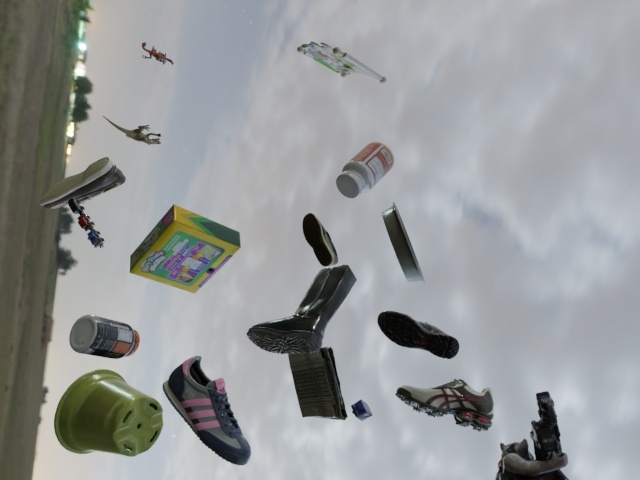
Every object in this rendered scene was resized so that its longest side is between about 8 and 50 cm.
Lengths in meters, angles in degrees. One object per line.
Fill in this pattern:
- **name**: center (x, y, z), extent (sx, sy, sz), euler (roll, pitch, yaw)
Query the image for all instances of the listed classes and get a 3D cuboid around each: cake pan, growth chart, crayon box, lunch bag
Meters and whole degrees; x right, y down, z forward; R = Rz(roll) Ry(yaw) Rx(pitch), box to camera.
- **cake pan**: center (0.277, 0.014, 1.630), extent (0.054, 0.293, 0.293), euler (-21, -124, 11)
- **growth chart**: center (0.039, -0.394, 1.064), extent (0.237, 0.172, 0.021), euler (42, -69, 57)
- **crayon box**: center (-0.569, 0.047, 2.031), extent (0.363, 0.313, 0.106), euler (-42, -139, 27)
- **lunch bag**: center (0.177, 0.753, 2.137), extent (0.065, 0.098, 0.067), euler (-36, -137, 7)

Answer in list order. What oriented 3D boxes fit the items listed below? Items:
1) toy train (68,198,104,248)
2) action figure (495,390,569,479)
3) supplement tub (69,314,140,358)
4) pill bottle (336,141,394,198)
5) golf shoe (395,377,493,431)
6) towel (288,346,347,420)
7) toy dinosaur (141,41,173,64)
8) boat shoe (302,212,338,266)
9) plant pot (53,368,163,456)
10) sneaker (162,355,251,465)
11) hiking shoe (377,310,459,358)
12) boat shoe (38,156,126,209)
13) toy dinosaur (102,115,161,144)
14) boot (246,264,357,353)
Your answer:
- **toy train**: center (-0.599, -0.045, 1.234), extent (0.027, 0.036, 0.158), euler (-38, -103, 3)
- **action figure**: center (0.433, 0.501, 1.004), extent (0.330, 0.179, 0.341), euler (-25, 106, -78)
- **supplement tub**: center (-0.659, 0.301, 1.491), extent (0.117, 0.190, 0.116), euler (-8, -113, 20)
- **pill bottle**: center (0.148, -0.235, 1.631), extent (0.121, 0.216, 0.121), euler (26, -41, 25)
- **golf shoe**: center (0.347, 0.439, 1.351), extent (0.105, 0.273, 0.120), euler (101, 6, -68)
- **towel**: center (-0.026, 0.619, 2.092), extent (0.324, 0.056, 0.312), euler (-24, -105, 50)
- **toy dinosaur**: center (-0.517, -0.591, 1.517), extent (0.090, 0.082, 0.047), euler (14, -89, 25)
- **boat shoe**: center (0.001, 0.000, 1.824), extent (0.080, 0.073, 0.223), euler (-35, -114, 24)
- **plant pot**: center (-0.660, 0.576, 1.570), extent (0.254, 0.276, 0.275), euler (0, -96, 32)
- **sneaker**: center (-0.281, 0.443, 1.282), extent (0.319, 0.112, 0.131), euler (40, -86, 17)
- **hiking shoe**: center (0.262, 0.259, 1.326), extent (0.086, 0.227, 0.114), euler (-66, 168, -2)
- **boat shoe**: center (-0.837, -0.180, 1.695), extent (0.325, 0.096, 0.116), euler (-24, -137, 13)
- **toy dinosaur**: center (-0.514, -0.295, 1.356), extent (0.093, 0.183, 0.053), euler (4, -97, 30)
- **boot**: center (-0.077, 0.289, 2.150), extent (0.367, 0.146, 0.445), euler (0, -139, 29)
